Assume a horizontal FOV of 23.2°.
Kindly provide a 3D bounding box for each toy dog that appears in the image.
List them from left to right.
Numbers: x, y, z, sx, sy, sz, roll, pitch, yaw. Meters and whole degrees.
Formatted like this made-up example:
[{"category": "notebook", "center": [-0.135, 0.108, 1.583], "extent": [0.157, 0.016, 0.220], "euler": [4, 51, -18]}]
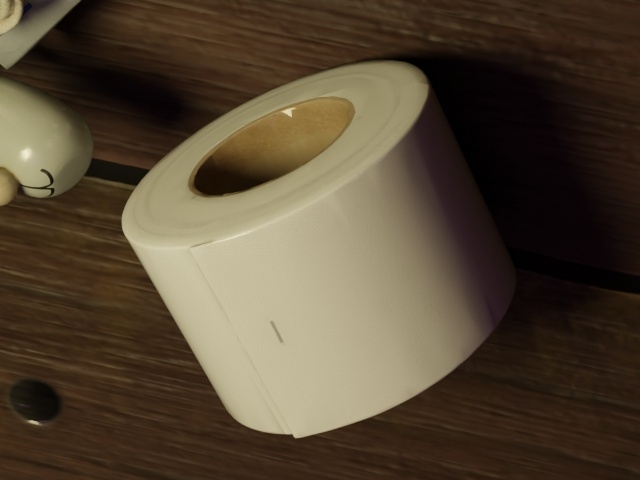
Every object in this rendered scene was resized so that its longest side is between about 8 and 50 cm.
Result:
[{"category": "toy dog", "center": [-0.346, -0.103, 1.138], "extent": [0.333, 0.161, 0.220], "euler": [14, 145, 34]}]

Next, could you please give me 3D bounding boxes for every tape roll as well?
[{"category": "tape roll", "center": [0.000, 0.000, 1.141], "extent": [0.246, 0.246, 0.169], "euler": [-17, 115, 22]}]

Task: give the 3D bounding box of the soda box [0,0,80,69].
[{"category": "soda box", "center": [-0.288, -0.266, 1.130], "extent": [0.098, 0.091, 0.286], "euler": [-37, 108, 28]}]
